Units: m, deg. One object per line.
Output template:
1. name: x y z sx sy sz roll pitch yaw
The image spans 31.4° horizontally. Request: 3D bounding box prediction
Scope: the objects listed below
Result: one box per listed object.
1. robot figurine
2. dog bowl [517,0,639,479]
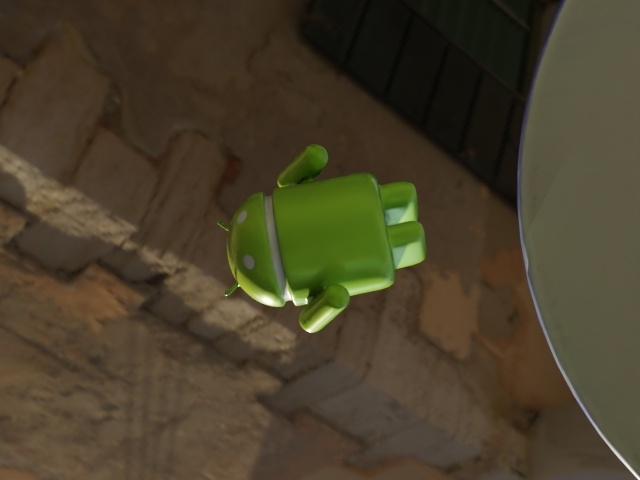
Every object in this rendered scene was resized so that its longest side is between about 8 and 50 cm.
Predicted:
1. robot figurine: 0.000 0.000 0.638 0.067 0.115 0.101 72 9 -68
2. dog bowl: 0.197 -0.021 0.363 0.265 0.265 0.104 -49 175 16
